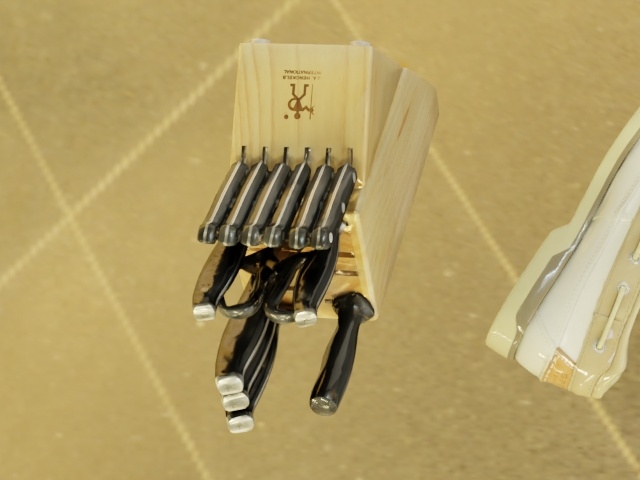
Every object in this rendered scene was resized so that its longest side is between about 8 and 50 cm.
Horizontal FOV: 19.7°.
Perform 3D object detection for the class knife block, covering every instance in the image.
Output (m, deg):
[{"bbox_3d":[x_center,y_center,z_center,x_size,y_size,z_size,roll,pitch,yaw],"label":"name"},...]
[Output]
[{"bbox_3d":[0.000,0.000,1.176,0.088,0.276,0.242,4,88,15],"label":"knife block"}]

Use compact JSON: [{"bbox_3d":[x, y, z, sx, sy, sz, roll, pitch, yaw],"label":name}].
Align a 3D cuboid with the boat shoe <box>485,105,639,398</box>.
[{"bbox_3d":[0.251,-0.017,1.416,0.103,0.113,0.302,33,86,13],"label":"boat shoe"}]
